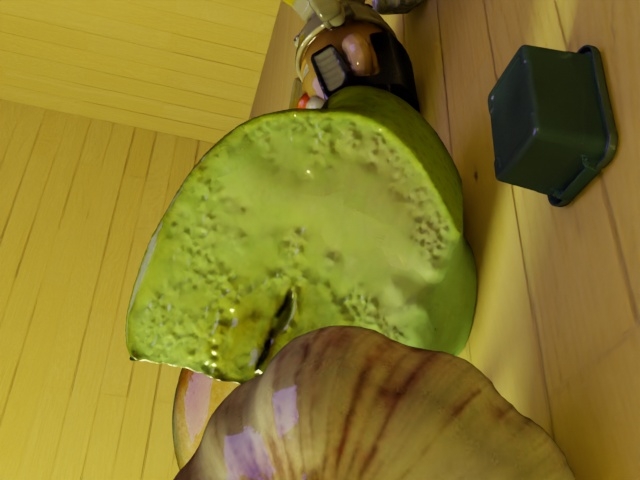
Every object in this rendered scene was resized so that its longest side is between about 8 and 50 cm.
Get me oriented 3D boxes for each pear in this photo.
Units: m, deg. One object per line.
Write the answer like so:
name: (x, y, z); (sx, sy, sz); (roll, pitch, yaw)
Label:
pear: (0.000, 0.000, 0.682); (0.176, 0.286, 0.282); (-15, -64, -81)

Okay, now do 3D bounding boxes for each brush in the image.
brush: (0.115, -0.310, 0.886); (0.327, 0.070, 0.065); (-139, 43, -77)

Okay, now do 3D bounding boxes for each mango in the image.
mango: (-0.150, 0.325, 1.284); (0.221, 0.199, 0.384); (180, 88, -71)

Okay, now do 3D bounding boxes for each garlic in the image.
garlic: (0.047, 0.180, 0.485); (0.253, 0.245, 0.245); (13, -92, -68)

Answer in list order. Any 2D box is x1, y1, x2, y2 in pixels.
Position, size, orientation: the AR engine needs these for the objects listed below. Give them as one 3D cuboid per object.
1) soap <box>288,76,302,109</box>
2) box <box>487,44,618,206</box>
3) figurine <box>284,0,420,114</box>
soap: (-0.028, -0.128, 1.348); (0.199, 0.091, 0.315); (-122, 43, -72)
box: (0.149, -0.080, 0.503); (0.074, 0.054, 0.099); (114, 162, -56)
figurine: (0.034, -0.204, 0.906); (0.143, 0.308, 0.308); (-30, 32, 17)
